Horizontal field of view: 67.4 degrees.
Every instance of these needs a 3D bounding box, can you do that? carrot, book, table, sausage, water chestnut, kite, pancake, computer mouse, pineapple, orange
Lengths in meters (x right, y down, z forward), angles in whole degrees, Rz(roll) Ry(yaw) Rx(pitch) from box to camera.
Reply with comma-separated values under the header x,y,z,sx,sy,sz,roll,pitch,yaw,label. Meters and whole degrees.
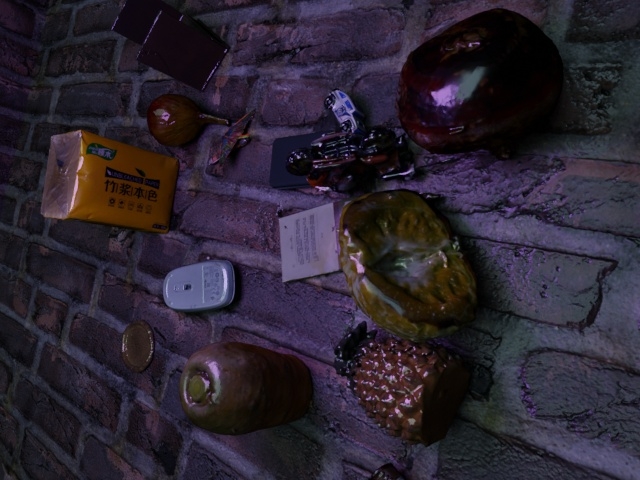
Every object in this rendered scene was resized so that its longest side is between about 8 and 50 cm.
x,y,z,sx,sy,sz,roll,pitch,yaw,label
-0.185,0.373,1.224,0.224,0.341,0.224,-11,72,35,carrot
0.000,0.000,1.342,0.290,0.026,0.201,-13,75,34,book
-0.525,-0.707,1.677,0.196,0.282,0.250,-52,57,18,table
-0.309,-0.300,1.614,0.198,0.025,0.028,-25,60,30,sausage
0.333,-0.295,1.011,0.351,0.302,0.350,-24,34,17,water chestnut
-0.287,-0.335,1.587,0.183,0.014,0.241,10,68,48,kite
-0.675,0.386,1.766,0.199,0.021,0.199,-7,77,34,pancake
-0.385,0.152,1.553,0.289,0.097,0.159,-10,75,23,computer mouse
0.140,0.300,1.101,0.357,0.223,0.222,18,93,47,pineapple
0.168,0.063,1.058,0.210,0.271,0.368,122,137,-51,orange

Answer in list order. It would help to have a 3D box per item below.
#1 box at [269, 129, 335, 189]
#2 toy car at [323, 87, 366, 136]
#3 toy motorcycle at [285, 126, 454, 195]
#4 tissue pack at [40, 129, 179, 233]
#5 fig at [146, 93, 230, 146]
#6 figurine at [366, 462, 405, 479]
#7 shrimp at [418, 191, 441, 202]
x,y,z,sx,sy,sz,roll,pitch,yaw,label
-0.048,-0.231,1.401,0.230,0.050,0.160,0,82,36,box
0.072,-0.349,1.316,0.070,0.080,0.170,-37,62,23,toy car
0.124,-0.200,1.211,0.401,0.207,0.134,-14,60,16,toy motorcycle
-0.721,-0.191,1.674,0.228,0.382,0.293,5,86,38,tissue pack
-0.459,-0.430,1.696,0.290,0.190,0.190,-6,76,-2,fig
0.215,0.660,1.001,0.281,0.167,0.370,-52,50,16,figurine
0.215,-0.042,1.190,0.195,0.035,0.147,-13,76,32,shrimp
